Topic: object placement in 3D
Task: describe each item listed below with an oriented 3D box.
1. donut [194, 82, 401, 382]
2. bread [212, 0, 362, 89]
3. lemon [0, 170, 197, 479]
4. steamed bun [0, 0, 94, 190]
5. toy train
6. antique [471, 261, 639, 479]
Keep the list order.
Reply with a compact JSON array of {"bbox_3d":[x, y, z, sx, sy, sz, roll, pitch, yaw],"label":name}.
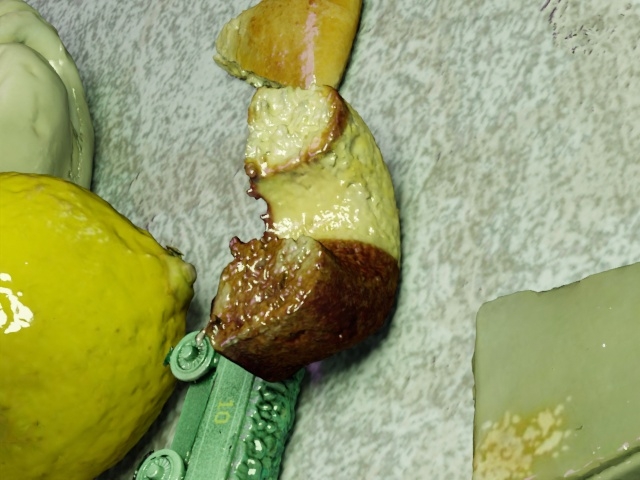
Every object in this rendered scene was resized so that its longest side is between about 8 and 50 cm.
[{"bbox_3d":[-0.001,-0.001,1.249,0.085,0.141,0.217,-14,54,29],"label":"donut"},{"bbox_3d":[-0.018,-0.155,1.444,0.154,0.054,0.136,-42,42,21],"label":"bread"},{"bbox_3d":[-0.236,0.072,1.356,0.310,0.253,0.253,-24,46,14],"label":"lemon"},{"bbox_3d":[-0.369,-0.056,1.591,0.352,0.247,0.339,-9,32,0],"label":"steamed bun"},{"bbox_3d":[-0.066,0.132,1.275,0.099,0.070,0.172,-5,59,37],"label":"toy train"},{"bbox_3d":[0.220,0.076,0.958,0.284,0.125,0.150,-25,47,33],"label":"antique"}]
